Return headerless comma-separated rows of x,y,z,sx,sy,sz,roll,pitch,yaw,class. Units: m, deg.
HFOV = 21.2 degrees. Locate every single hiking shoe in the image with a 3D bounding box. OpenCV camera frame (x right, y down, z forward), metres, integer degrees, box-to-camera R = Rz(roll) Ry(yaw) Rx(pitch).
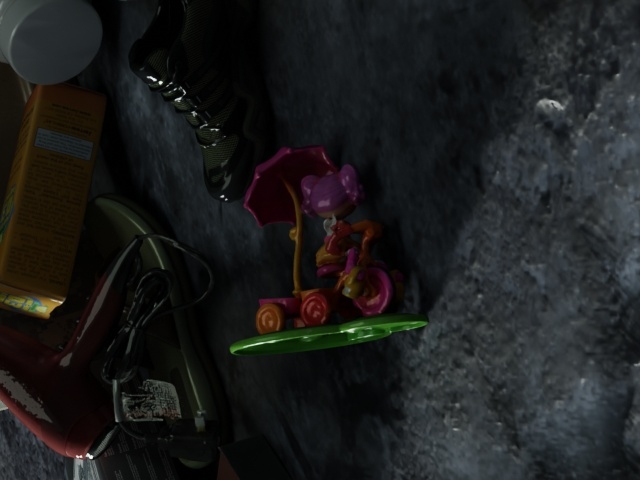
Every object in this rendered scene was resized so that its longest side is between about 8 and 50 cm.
-0.113,-0.139,1.465,0.086,0.114,0.227,20,118,58,hiking shoe

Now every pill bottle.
-0.319,-0.267,1.766,0.246,0.136,0.136,50,142,40,pill bottle

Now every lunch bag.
-0.358,0.102,1.890,0.287,0.235,0.169,-23,86,61,lunch bag

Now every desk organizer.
-0.048,0.246,1.583,0.130,0.047,0.050,52,146,38,desk organizer

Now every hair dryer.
-0.224,0.104,1.663,0.293,0.080,0.224,-2,96,20,hair dryer

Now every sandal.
-0.178,0.087,1.710,0.303,0.086,0.120,67,150,18,sandal

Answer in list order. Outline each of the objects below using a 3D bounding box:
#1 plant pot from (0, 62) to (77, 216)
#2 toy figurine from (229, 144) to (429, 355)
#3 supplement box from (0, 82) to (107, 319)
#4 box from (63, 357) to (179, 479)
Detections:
-0.416,-0.124,1.911,0.263,0.229,0.263,35,131,53,plant pot
0.000,0.000,1.344,0.173,0.130,0.159,-14,79,40,toy figurine
-0.282,-0.043,1.755,0.078,0.080,0.233,141,139,-61,supplement box
-0.189,0.311,1.780,0.242,0.076,0.307,102,149,-52,box
